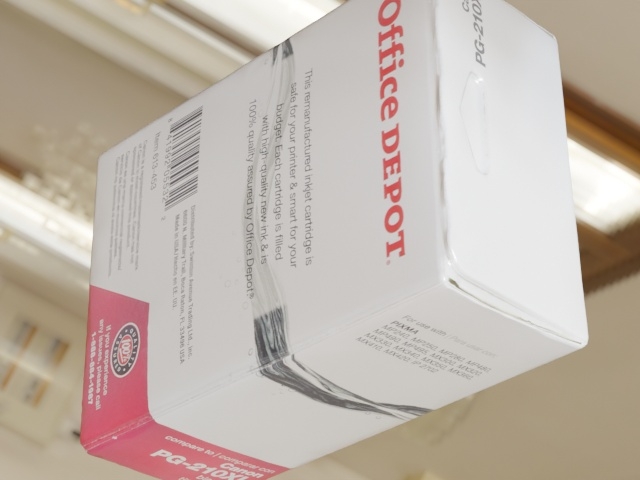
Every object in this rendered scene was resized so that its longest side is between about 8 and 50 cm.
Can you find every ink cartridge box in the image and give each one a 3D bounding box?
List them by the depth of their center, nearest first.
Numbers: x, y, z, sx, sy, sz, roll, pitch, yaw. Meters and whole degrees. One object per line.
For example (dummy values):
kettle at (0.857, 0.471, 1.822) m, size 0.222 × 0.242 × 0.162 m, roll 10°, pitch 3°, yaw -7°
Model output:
ink cartridge box at (0.000, 0.000, 0.789) m, size 0.237 × 0.100 × 0.172 m, roll -27°, pitch -129°, yaw 38°
